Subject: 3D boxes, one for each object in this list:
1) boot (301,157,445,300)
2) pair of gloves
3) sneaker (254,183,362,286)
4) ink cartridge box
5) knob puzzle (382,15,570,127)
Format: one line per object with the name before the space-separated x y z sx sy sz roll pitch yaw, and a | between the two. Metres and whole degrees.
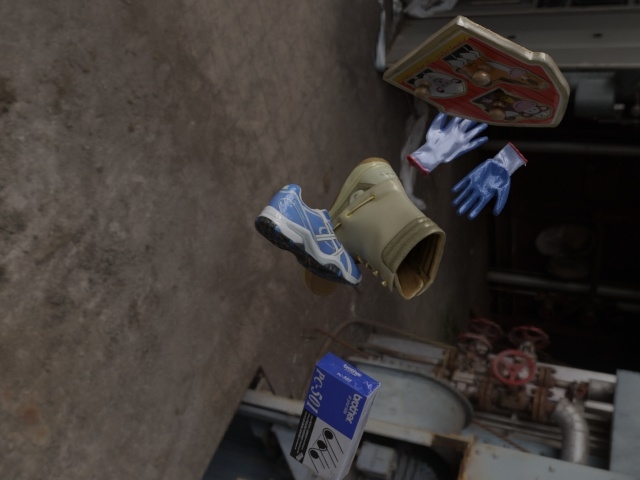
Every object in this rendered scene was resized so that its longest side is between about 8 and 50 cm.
boot | 0.075 0.031 0.986 0.095 0.203 0.262 9 123 -38
pair of gloves | 0.257 -0.135 1.100 0.159 0.198 0.023 -43 177 -5
sneaker | 0.000 0.000 0.934 0.211 0.080 0.081 42 68 -39
ink cartridge box | 0.019 0.289 1.016 0.046 0.097 0.207 -29 142 -52
knob puzzle | 0.185 -0.161 0.706 0.213 0.213 0.030 39 66 -63
